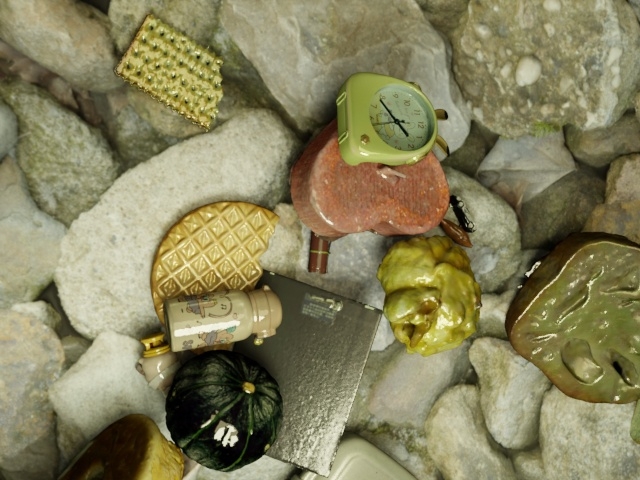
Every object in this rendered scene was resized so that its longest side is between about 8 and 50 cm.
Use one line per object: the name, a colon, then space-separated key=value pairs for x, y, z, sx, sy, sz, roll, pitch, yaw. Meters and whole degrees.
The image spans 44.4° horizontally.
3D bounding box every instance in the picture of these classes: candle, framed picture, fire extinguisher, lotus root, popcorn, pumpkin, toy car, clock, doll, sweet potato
candle: x=0.108 y=-0.142 z=1.524 sx=0.317 sy=0.131 sz=0.287 roll=4 pitch=83 yaw=-27
framed picture: x=-0.051 y=0.253 z=1.514 sx=0.255 sy=0.014 sz=0.338 roll=18 pitch=87 yaw=5
fire extinguisher: x=0.000 y=0.000 z=1.555 sx=0.056 sy=0.039 sz=0.132 roll=5 pitch=92 yaw=-27
lotus root: x=0.588 y=0.169 z=1.688 sx=0.375 sy=0.111 sz=0.390 roll=-9 pitch=109 yaw=7
popcorn: x=0.218 y=0.107 z=1.534 sx=0.266 sy=0.192 sz=0.233 roll=-41 pitch=121 yaw=-53
pumpkin: x=-0.171 y=0.301 z=1.401 sx=0.220 sy=0.220 sz=0.162 roll=36 pitch=121 yaw=-18
toy car: x=0.300 y=-0.058 z=1.656 sx=0.025 sy=0.041 sz=0.093 roll=-32 pitch=105 yaw=-18
clock: x=0.146 y=-0.214 z=1.458 sx=0.232 sy=0.069 sz=0.170 roll=5 pitch=72 yaw=-21
doll: x=-0.303 y=0.239 z=1.454 sx=0.084 sy=0.073 sz=0.127 roll=-14 pitch=95 yaw=15
sweet potato: x=0.286 y=-0.017 z=1.658 sx=0.095 sy=0.034 sz=0.034 roll=43 pitch=79 yaw=-10

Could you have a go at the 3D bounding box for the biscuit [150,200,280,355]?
biscuit: x=-0.212 y=0.059 z=1.480 sx=0.204 sy=0.040 sz=0.309 roll=23 pitch=87 yaw=-17

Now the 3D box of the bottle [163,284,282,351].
bottle: x=-0.173 y=0.145 z=1.425 sx=0.209 sy=0.097 sz=0.110 roll=-7 pitch=88 yaw=-17

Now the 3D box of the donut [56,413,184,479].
donut: x=-0.357 y=0.460 z=1.321 sx=0.330 sy=0.330 sz=0.160 roll=-43 pitch=112 yaw=-12

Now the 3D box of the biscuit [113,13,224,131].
biscuit: x=-0.263 y=-0.312 z=1.453 sx=0.203 sy=0.016 sz=0.144 roll=29 pitch=84 yaw=-18

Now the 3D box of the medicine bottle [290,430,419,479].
medicine bottle: x=0.028 y=0.583 z=1.558 sx=0.282 sy=0.123 sz=0.375 roll=41 pitch=80 yaw=-17

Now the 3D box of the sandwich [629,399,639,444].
sandwich: x=0.792 y=0.349 z=1.753 sx=0.095 sy=0.249 sz=0.273 roll=13 pitch=89 yaw=3
